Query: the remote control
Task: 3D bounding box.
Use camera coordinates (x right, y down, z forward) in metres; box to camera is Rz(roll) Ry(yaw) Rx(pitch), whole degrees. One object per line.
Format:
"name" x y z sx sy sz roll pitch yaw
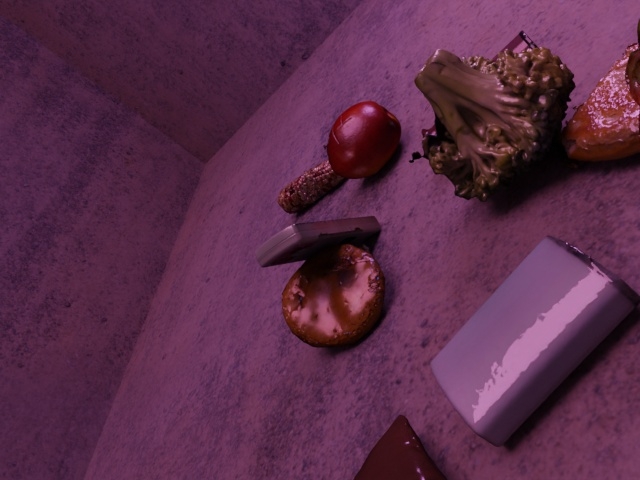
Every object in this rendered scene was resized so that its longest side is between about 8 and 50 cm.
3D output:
"remote control" 0.000 -0.001 1.552 0.145 0.344 0.050 -34 74 33

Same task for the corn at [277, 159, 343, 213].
"corn" -0.024 -0.174 2.076 0.290 0.098 0.098 -29 33 40

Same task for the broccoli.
"broccoli" 0.302 -0.243 1.247 0.293 0.281 0.348 -54 6 -4

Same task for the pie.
"pie" 0.031 0.121 1.476 0.273 0.069 0.273 -14 61 27

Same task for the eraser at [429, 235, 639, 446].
"eraser" 0.306 0.141 0.974 0.290 0.104 0.189 -50 27 10

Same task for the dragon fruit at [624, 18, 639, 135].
"dragon fruit" 0.556 -0.219 0.880 0.268 0.130 0.295 -34 67 24

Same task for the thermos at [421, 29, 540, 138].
"thermos" 0.378 -0.310 1.500 0.330 0.136 0.109 -43 -3 24

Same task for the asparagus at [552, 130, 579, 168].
"asparagus" 0.460 -0.196 1.256 0.034 0.027 0.236 -51 20 35

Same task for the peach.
"peach" 0.114 -0.279 1.843 0.226 0.196 0.190 -49 -13 17

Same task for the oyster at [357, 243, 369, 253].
"oyster" 0.052 0.091 1.598 0.177 0.064 0.125 -54 7 25

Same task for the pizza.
"pizza" 0.549 -0.244 1.072 0.335 0.086 0.226 -32 34 41

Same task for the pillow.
"pillow" 0.086 0.449 0.948 0.308 0.108 0.305 -53 21 3
